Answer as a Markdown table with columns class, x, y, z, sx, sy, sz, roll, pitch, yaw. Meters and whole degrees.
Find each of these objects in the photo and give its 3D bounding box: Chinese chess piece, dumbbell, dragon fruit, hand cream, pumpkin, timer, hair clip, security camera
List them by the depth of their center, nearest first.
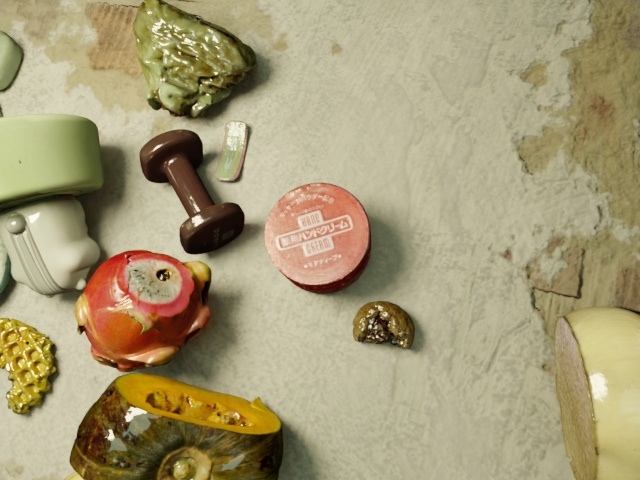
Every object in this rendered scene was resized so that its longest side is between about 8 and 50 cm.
| class | x | y | z | sx | sy | sz | roll | pitch | yaw |
| --- | --- | --- | --- | --- | --- | --- | --- | --- | --- |
| Chinese chess piece | 0.420 | 0.232 | 0.701 | 0.112 | 0.270 | 0.270 | -6 | 74 | 16 |
| pumpkin | -0.219 | 0.316 | 0.777 | 0.317 | 0.222 | 0.139 | 17 | 86 | -18 |
| dragon fruit | -0.310 | 0.125 | 0.844 | 0.224 | 0.227 | 0.224 | 14 | 56 | -22 |
| hand cream | 0.000 | 0.000 | 0.886 | 0.193 | 0.125 | 0.193 | -1 | 74 | 5 |
| timer | -0.533 | -0.048 | 0.916 | 0.290 | 0.291 | 0.315 | -15 | 97 | 2 |
| dumbbell | -0.249 | -0.093 | 0.932 | 0.124 | 0.140 | 0.225 | -25 | 73 | -23 |
| hair clip | -0.186 | -0.186 | 1.009 | 0.054 | 0.022 | 0.137 | 6 | 76 | 9 |
| security camera | -0.793 | -0.344 | 1.095 | 0.157 | 0.080 | 0.302 | 10 | 79 | 8 |

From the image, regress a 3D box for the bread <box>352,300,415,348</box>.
| class | x | y | z | sx | sy | sz | roll | pitch | yaw |
| --- | --- | --- | --- | --- | --- | --- | --- | --- | --- |
| bread | 0.114 | 0.150 | 0.867 | 0.113 | 0.060 | 0.082 | 3 | 78 | 9 |

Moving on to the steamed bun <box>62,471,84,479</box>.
| class | x | y | z | sx | sy | sz | roll | pitch | yaw |
| --- | --- | --- | --- | --- | --- | --- | --- | --- | --- |
| steamed bun | -0.424 | 0.488 | 0.814 | 0.192 | 0.106 | 0.177 | -24 | 72 | 1 |

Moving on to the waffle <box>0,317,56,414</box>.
| class | x | y | z | sx | sy | sz | roll | pitch | yaw |
| --- | --- | --- | --- | --- | --- | --- | --- | --- | --- |
| waffle | -0.601 | 0.236 | 0.930 | 0.194 | 0.051 | 0.149 | 22 | 77 | 11 |

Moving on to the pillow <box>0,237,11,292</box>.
| class | x | y | z | sx | sy | sz | roll | pitch | yaw |
| --- | --- | --- | --- | --- | --- | --- | --- | --- | --- |
| pillow | -0.724 | 0.042 | 0.986 | 0.214 | 0.086 | 0.233 | -2 | 77 | 17 |

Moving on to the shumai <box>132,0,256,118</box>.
| class | x | y | z | sx | sy | sz | roll | pitch | yaw |
| --- | --- | --- | --- | --- | --- | --- | --- | --- | --- |
| shumai | -0.276 | -0.361 | 1.009 | 0.255 | 0.189 | 0.218 | 23 | 97 | -4 |
